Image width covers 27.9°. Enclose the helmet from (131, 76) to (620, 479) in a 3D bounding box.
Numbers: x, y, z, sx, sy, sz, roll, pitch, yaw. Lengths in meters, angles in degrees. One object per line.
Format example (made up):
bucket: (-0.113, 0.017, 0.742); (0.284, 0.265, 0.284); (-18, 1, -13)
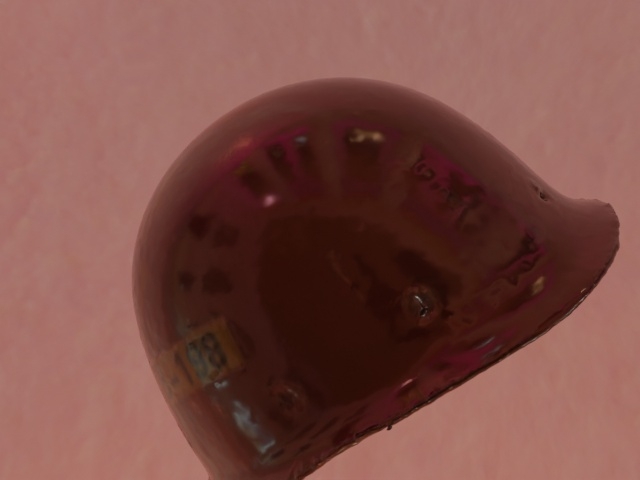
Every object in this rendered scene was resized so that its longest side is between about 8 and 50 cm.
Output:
helmet: (0.000, 0.000, 0.933); (0.337, 0.385, 0.230); (-40, 95, -31)
